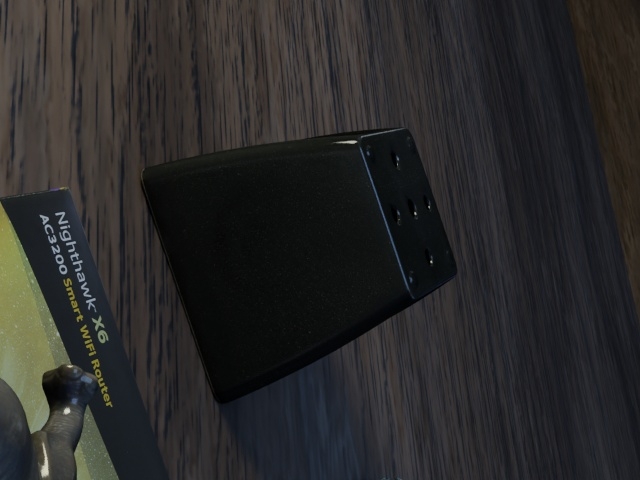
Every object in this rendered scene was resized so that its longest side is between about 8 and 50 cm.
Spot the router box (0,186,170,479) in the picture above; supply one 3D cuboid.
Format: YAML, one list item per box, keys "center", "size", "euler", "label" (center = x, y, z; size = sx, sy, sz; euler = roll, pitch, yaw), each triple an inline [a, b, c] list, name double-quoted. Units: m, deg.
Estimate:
- center: [-0.170, 0.140, 0.586]
  size: [0.243, 0.081, 0.309]
  euler: [-22, 93, -67]
  label: "router box"

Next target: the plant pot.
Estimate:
- center: [0.000, 0.000, 0.952]
  size: [0.188, 0.167, 0.187]
  euler: [-19, 91, -67]
  label: "plant pot"

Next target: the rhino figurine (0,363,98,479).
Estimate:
- center: [-0.163, 0.051, 0.442]
  size: [0.243, 0.073, 0.106]
  euler: [58, 25, -51]
  label: "rhino figurine"

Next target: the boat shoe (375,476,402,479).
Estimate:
- center: [0.054, 0.234, 1.042]
  size: [0.153, 0.048, 0.056]
  euler: [14, 61, -62]
  label: "boat shoe"
